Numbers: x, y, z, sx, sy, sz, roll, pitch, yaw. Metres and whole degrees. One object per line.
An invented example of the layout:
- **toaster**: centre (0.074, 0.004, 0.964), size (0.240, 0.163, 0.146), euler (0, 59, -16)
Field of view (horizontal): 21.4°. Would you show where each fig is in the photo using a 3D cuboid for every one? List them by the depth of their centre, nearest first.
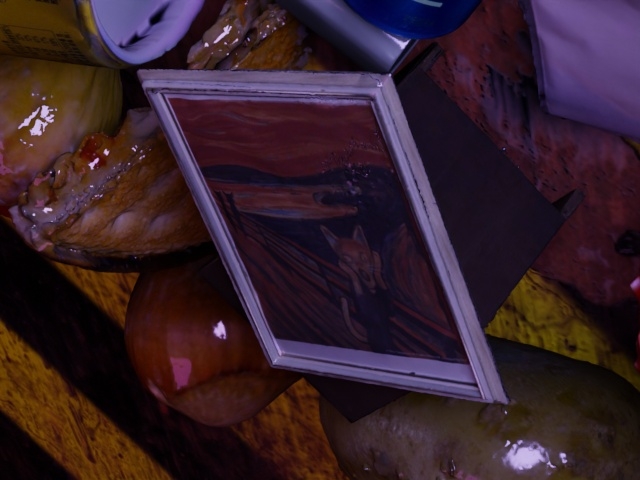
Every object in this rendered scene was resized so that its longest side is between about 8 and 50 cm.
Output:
- **fig**: centre (-0.206, -0.137, 1.377), size (0.257, 0.159, 0.159), euler (-44, 99, 9)

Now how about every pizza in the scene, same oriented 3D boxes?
- **pizza**: centre (-0.128, -0.074, 1.335), size (0.074, 0.251, 0.287), euler (44, 140, 26)

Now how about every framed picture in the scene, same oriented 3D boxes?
- **framed picture**: centre (0.000, 0.000, 1.149), size (0.216, 0.016, 0.273), euler (5, 131, 39)

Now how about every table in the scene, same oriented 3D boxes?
- **table**: centre (0.053, -0.004, 1.276), size (0.169, 0.193, 0.172), euler (45, 144, -7)

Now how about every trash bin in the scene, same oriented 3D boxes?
- **trash bin**: centre (0.012, -0.177, 1.216), size (0.130, 0.059, 0.116), euler (38, 178, 0)

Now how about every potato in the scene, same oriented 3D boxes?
- **potato**: centre (0.128, 0.164, 1.388), size (0.307, 0.210, 0.173), euler (13, 110, 43)

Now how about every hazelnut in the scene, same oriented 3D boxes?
- **hazelnut**: centre (-0.098, 0.076, 1.522), size (0.182, 0.182, 0.182), euler (24, 141, 21)

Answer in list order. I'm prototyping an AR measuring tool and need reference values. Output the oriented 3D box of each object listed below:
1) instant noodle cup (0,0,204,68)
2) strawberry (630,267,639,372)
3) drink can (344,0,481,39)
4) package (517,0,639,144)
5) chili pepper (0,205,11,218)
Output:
- **instant noodle cup**: centre (-0.214, -0.265, 1.164), size (0.254, 0.325, 0.325), euler (17, 139, 17)
- **strawberry**: centre (0.297, 0.060, 1.096), size (0.234, 0.178, 0.234), euler (24, 169, 5)
- **drink can**: centre (0.087, -0.224, 1.079), size (0.118, 0.118, 0.205), euler (40, 146, 1)
- **package**: centre (0.226, -0.114, 1.083), size (0.204, 0.062, 0.251), euler (21, 165, 24)
- **chili pepper**: centre (-0.307, -0.076, 1.607), size (0.387, 0.110, 0.110), euler (17, 138, 37)
